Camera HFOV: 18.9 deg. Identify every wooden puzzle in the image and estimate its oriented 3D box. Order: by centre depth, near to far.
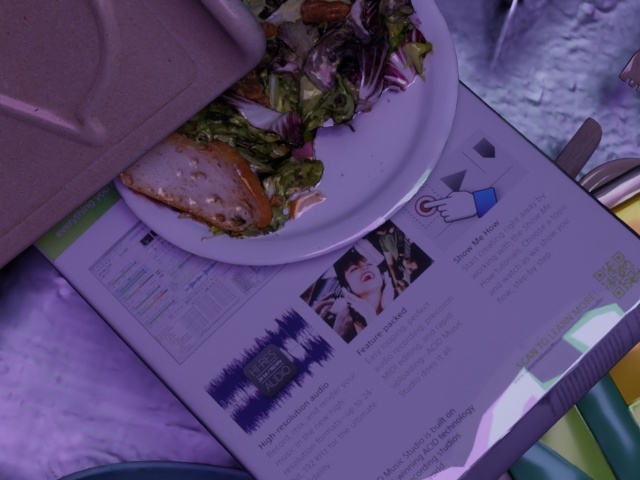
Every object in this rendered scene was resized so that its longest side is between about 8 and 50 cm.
[{"bbox_3d":[-0.241,-0.134,1.003,0.348,0.080,0.322,-35,102,27],"label":"wooden puzzle"}]

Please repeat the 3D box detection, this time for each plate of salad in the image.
[{"bbox_3d":[-0.026,-0.083,1.028,0.200,0.048,0.199,-5,66,11],"label":"plate of salad"}]

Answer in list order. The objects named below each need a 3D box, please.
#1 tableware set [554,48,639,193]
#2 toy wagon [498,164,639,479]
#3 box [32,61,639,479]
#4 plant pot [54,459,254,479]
[{"bbox_3d":[0.208,-0.050,1.134,0.128,0.039,0.194,37,88,-16],"label":"tableware set"},{"bbox_3d":[0.224,0.131,1.088,0.267,0.068,0.344,-29,92,-1],"label":"toy wagon"},{"bbox_3d":[0.000,0.000,1.047,0.232,0.058,0.322,-43,67,-7],"label":"box"},{"bbox_3d":[-0.050,0.273,0.983,0.293,0.293,0.196,20,111,-3],"label":"plant pot"}]
